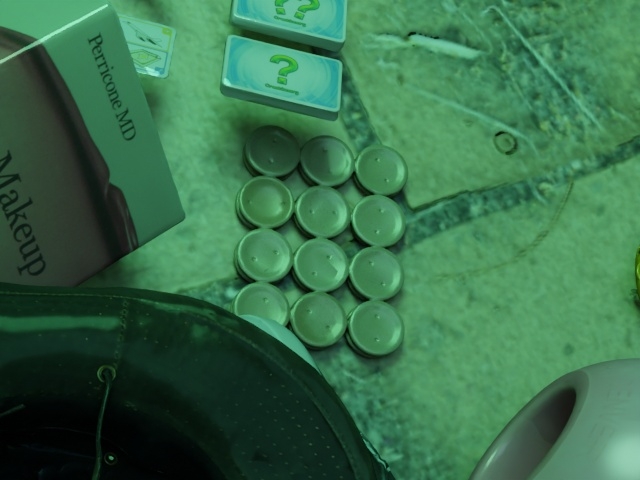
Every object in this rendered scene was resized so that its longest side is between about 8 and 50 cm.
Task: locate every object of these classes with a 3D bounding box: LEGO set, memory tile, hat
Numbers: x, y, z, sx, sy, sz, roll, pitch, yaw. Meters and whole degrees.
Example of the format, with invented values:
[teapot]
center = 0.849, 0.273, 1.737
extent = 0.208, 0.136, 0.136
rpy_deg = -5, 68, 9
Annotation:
[LEGO set]
center = -0.096, -0.179, 0.996
extent = 0.244, 0.060, 0.182
rpy_deg = 13, 47, -9
[memory tile]
center = 0.000, 0.000, 0.995
extent = 0.113, 0.012, 0.148
rpy_deg = 8, 67, -12
[hat]
center = -0.135, 0.179, 0.801
extent = 0.331, 0.134, 0.331
rpy_deg = 7, 61, -13

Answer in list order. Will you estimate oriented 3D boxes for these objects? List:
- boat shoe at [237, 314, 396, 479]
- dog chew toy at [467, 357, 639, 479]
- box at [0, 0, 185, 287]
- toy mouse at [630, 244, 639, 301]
[boat shoe]
center = 0.018, 0.180, 0.883
extent = 0.102, 0.108, 0.301
rpy_deg = 8, 48, -47
[dog chew toy]
center = 0.236, 0.219, 0.874
extent = 0.332, 0.206, 0.206
rpy_deg = 41, 64, -6
[box]
center = -0.215, -0.032, 0.854
extent = 0.232, 0.149, 0.127
rpy_deg = -33, 37, -24
[toy mouse]
center = 0.269, 0.051, 1.036
extent = 0.143, 0.031, 0.161
rpy_deg = 23, 65, -5
